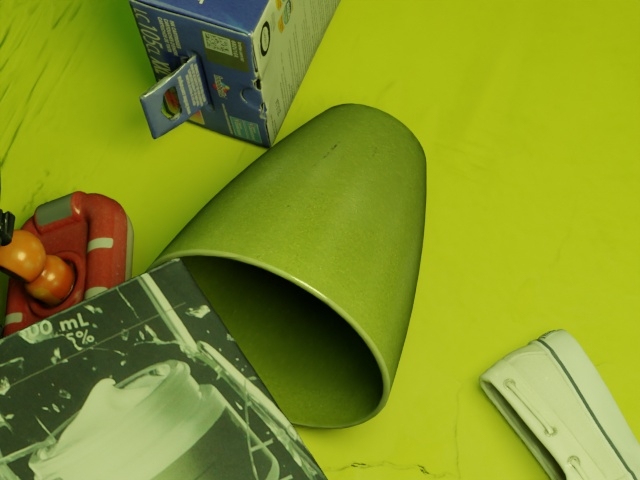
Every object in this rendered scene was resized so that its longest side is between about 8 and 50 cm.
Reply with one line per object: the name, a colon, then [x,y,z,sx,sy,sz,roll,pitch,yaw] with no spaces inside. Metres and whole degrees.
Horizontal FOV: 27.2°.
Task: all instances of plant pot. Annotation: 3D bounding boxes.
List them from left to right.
plant pot: [0.000,0.000,1.404,0.275,0.274,0.293,23,55,10]

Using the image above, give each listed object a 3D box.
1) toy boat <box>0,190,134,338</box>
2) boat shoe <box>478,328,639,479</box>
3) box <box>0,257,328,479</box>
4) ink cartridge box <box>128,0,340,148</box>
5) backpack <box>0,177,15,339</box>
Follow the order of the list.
toy boat: [-0.292,0.040,1.405,0.151,0.151,0.231,-18,55,24]
boat shoe: [0.266,0.272,1.341,0.156,0.136,0.367,-24,67,-8]
box: [-0.220,0.351,1.175,0.480,0.297,0.471,-26,68,-27]
ink cartridge box: [-0.078,-0.290,1.494,0.151,0.270,0.395,18,70,10]
backpack: [-0.509,0.035,1.353,0.273,0.355,0.290,12,79,-37]
